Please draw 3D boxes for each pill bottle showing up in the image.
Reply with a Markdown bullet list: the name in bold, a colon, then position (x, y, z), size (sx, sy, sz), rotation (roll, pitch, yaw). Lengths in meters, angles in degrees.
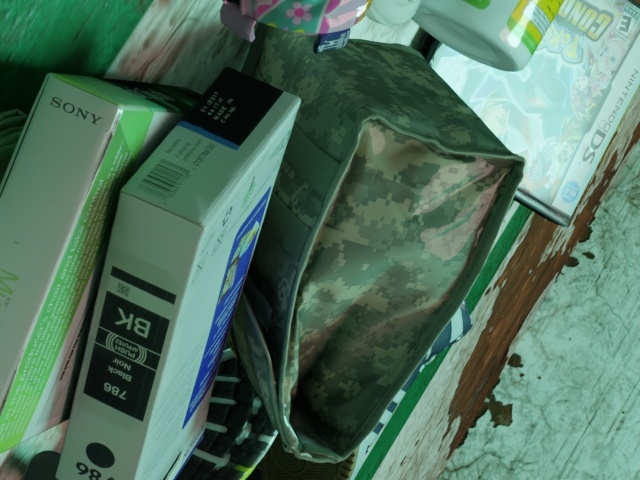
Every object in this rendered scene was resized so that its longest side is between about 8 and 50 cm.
- **pill bottle**: position (0.192, -0.295, 1.724), size (0.245, 0.136, 0.136), rotation (-60, 165, -5)

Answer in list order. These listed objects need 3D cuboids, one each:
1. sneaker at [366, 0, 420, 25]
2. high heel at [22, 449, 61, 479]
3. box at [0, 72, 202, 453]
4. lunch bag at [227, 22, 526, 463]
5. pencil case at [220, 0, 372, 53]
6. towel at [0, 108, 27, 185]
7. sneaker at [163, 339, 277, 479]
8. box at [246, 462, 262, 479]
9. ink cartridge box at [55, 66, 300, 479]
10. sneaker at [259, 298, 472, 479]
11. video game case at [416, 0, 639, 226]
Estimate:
- **sneaker**: position (0.088, -0.242, 1.564), size (0.080, 0.094, 0.212), rotation (-56, 165, -23)
- **high heel**: position (-0.245, 0.301, 1.470), size (0.261, 0.093, 0.186), rotation (-61, 166, -12)
- **box**: position (-0.152, 0.008, 1.209), size (0.322, 0.058, 0.232), rotation (-21, 135, -81)
- **lunch bag**: position (0.000, 0.000, 1.406), size (0.287, 0.169, 0.235), rotation (-67, -154, 19)
- **pencil case**: position (-0.004, -0.259, 1.187), size (0.124, 0.124, 0.284), rotation (-49, 162, -39)
- **towel**: position (-0.270, 0.090, 1.106), size (0.248, 0.038, 0.324), rotation (-36, 152, -56)
- **sneaker**: position (-0.075, 0.128, 1.596), size (0.121, 0.111, 0.300), rotation (106, 7, -48)
- **box**: position (-0.032, 0.120, 1.806), size (0.153, 0.108, 0.207), rotation (-31, 147, -60)
- **ink cartridge box**: position (-0.104, 0.059, 1.235), size (0.165, 0.065, 0.332), rotation (-58, 168, -51)
- **sneaker**: position (0.046, 0.128, 1.683), size (0.153, 0.099, 0.282), rotation (-26, 145, -48)
- **video game case**: position (0.221, -0.177, 1.918), size (0.275, 0.035, 0.248), rotation (28, 90, -37)
